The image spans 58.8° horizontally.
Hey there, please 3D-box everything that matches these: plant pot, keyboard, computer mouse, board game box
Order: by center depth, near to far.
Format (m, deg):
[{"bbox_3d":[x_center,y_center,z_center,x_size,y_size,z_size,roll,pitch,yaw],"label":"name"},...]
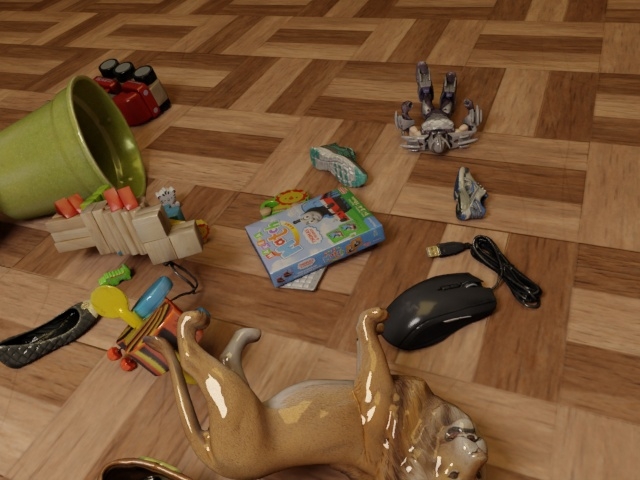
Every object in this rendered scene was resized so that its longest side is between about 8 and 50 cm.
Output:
[{"bbox_3d":[0.197,0.062,0.901,0.262,0.060,0.184,-17,41,-10],"label":"computer mouse"},{"bbox_3d":[-0.014,-0.013,1.029,0.212,0.039,0.160,-24,39,-10],"label":"board game box"},{"bbox_3d":[0.000,0.000,1.048,0.072,0.014,0.256,8,43,20],"label":"keyboard"},{"bbox_3d":[-0.548,-0.167,1.185,0.254,0.276,0.276,-20,40,5],"label":"plant pot"}]

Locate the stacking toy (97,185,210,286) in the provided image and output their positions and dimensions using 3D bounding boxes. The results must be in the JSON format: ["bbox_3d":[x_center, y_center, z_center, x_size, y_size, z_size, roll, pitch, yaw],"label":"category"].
[{"bbox_3d":[-0.345,-0.014,1.101,0.221,0.052,0.167,-27,43,-19],"label":"stacking toy"}]

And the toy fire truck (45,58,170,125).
[{"bbox_3d":[-0.563,-0.369,1.503,0.217,0.158,0.246,19,59,29],"label":"toy fire truck"}]

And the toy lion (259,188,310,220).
[{"bbox_3d":[-0.071,-0.073,1.137,0.100,0.034,0.096,-10,33,0],"label":"toy lion"}]

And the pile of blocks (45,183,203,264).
[{"bbox_3d":[-0.338,-0.053,0.987,0.362,0.112,0.149,5,35,34],"label":"pile of blocks"}]

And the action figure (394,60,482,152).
[{"bbox_3d":[0.259,-0.287,1.275,0.186,0.099,0.285,5,45,4],"label":"action figure"}]

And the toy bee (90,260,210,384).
[{"bbox_3d":[-0.241,0.144,0.841,0.195,0.298,0.162,42,87,5],"label":"toy bee"}]

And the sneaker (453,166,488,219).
[{"bbox_3d":[0.285,-0.087,1.076,0.058,0.052,0.135,6,49,3],"label":"sneaker"}]

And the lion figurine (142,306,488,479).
[{"bbox_3d":[-0.009,0.206,0.656,0.393,0.142,0.240,-2,67,-5],"label":"lion figurine"}]

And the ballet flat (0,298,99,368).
[{"bbox_3d":[-0.439,0.147,0.931,0.173,0.049,0.057,-35,47,-27],"label":"ballet flat"}]

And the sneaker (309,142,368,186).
[{"bbox_3d":[0.051,-0.169,1.203,0.076,0.065,0.166,-28,45,-27],"label":"sneaker"}]

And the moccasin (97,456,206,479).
[{"bbox_3d":[-0.081,0.329,0.571,0.380,0.146,0.139,23,50,32],"label":"moccasin"}]
